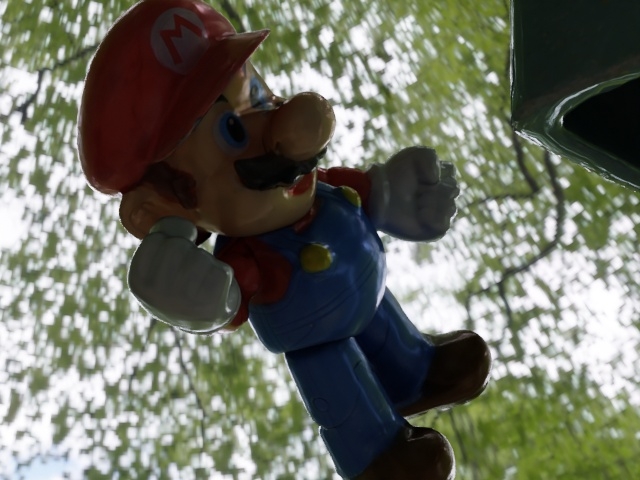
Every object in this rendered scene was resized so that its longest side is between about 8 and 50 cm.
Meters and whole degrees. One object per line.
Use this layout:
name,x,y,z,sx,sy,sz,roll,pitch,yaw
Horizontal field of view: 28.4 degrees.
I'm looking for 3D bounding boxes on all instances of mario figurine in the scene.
mario figurine,0.000,0.000,0.689,0.170,0.198,0.320,-34,-64,6

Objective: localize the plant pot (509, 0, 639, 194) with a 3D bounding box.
plant pot,0.215,-0.159,0.445,0.247,0.252,0.247,-23,-28,37
